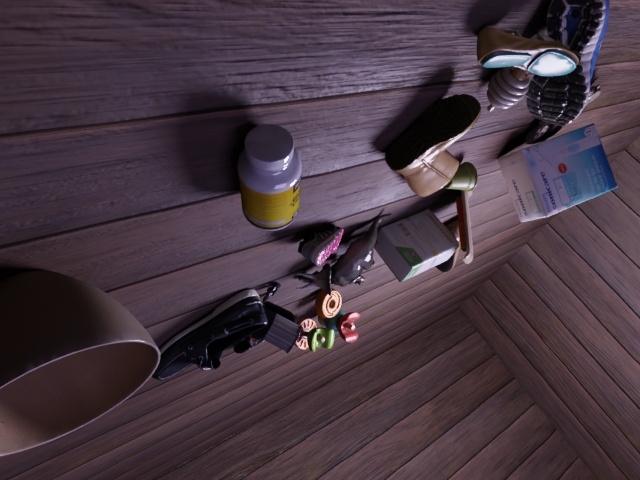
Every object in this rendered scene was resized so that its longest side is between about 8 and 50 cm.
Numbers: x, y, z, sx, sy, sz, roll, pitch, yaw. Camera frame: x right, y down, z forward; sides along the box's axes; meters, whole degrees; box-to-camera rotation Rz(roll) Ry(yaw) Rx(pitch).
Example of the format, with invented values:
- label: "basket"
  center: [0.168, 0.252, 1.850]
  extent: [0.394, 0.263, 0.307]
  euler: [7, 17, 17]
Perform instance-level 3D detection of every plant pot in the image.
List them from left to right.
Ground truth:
- label: "plant pot"
  center: [-0.413, 0.158, 0.772]
  extent: [0.284, 0.191, 0.284]
  euler: [-30, 157, -14]
- label: "plant pot"
  center: [0.376, -0.172, 1.431]
  extent: [0.079, 0.083, 0.083]
  euler: [-11, 149, -26]

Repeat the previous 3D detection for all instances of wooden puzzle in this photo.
- label: "wooden puzzle"
  center: [0.451, -0.051, 1.617]
  extent: [0.044, 0.238, 0.221]
  euler: [-1, 174, 19]

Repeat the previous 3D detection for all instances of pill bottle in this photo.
- label: "pill bottle"
  center: [-0.083, -0.101, 0.852]
  extent: [0.103, 0.103, 0.184]
  euler: [-29, 157, -18]

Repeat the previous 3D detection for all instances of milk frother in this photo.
- label: "milk frother"
  center: [-0.109, 0.202, 1.376]
  extent: [0.143, 0.135, 0.129]
  euler: [-53, -169, 47]

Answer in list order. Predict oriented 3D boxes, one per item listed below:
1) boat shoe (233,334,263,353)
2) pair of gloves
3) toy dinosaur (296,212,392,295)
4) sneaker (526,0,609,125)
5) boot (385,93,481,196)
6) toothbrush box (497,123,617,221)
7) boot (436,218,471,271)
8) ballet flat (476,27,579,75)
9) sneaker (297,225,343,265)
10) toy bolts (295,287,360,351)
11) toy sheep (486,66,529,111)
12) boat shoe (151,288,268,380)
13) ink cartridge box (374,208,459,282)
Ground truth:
- label: "boat shoe"
  center: [-0.204, 0.293, 1.540]
  extent: [0.133, 0.049, 0.042]
  euler: [-39, 166, 20]
- label: "pair of gloves"
  center: [0.727, -0.377, 1.563]
  extent: [0.204, 0.042, 0.240]
  euler: [-21, 161, -46]
- label: "toy dinosaur"
  center: [0.094, 0.056, 1.410]
  extent: [0.313, 0.121, 0.160]
  euler: [-38, 172, 16]
- label: "sneaker"
  center: [0.538, -0.393, 1.094]
  extent: [0.147, 0.130, 0.330]
  euler: [-44, 149, -30]
- label: "boot"
  center: [0.279, -0.211, 1.200]
  extent: [0.236, 0.089, 0.269]
  euler: [-32, 160, 19]
- label: "toothbrush box"
  center: [0.730, -0.208, 1.602]
  extent: [0.296, 0.216, 0.126]
  euler: [-19, 180, -17]
- label: "boot"
  center: [0.496, 0.019, 1.957]
  extent: [0.115, 0.112, 0.305]
  euler: [-39, 158, -22]
- label: "ballet flat"
  center: [0.399, -0.368, 0.992]
  extent: [0.232, 0.073, 0.080]
  euler: [-2, 166, -25]
- label: "sneaker"
  center: [0.000, 0.000, 1.244]
  extent: [0.170, 0.075, 0.063]
  euler: [-43, 154, -56]
- label: "toy bolts"
  center: [0.007, 0.250, 1.721]
  extent: [0.229, 0.159, 0.218]
  euler: [5, 94, -45]
- label: "toy sheep"
  center: [0.408, -0.334, 1.133]
  extent: [0.091, 0.091, 0.132]
  euler: [-22, 154, -30]
- label: "boat shoe"
  center: [-0.274, 0.264, 1.292]
  extent: [0.340, 0.113, 0.127]
  euler: [-35, 158, -3]
- label: "ink cartridge box"
  center: [0.284, 0.012, 1.548]
  extent: [0.212, 0.154, 0.093]
  euler: [-22, 154, -32]
